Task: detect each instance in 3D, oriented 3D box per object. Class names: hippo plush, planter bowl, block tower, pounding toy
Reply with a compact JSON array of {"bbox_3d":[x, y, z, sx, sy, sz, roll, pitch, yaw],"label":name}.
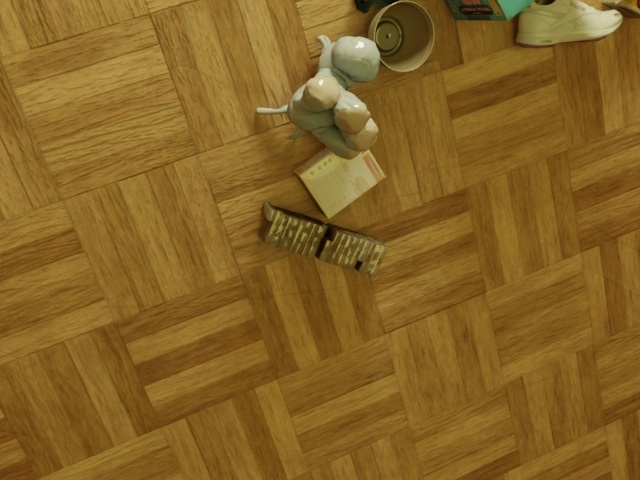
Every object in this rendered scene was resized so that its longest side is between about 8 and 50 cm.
[{"bbox_3d":[0.052,-0.348,1.625,0.234,0.294,0.237,39,69,-24],"label":"hippo plush"},{"bbox_3d":[0.179,-0.493,1.662,0.162,0.109,0.162,-6,107,-21],"label":"planter bowl"},{"bbox_3d":[0.000,0.000,1.772,0.335,0.091,0.097,19,99,-22],"label":"block tower"},{"bbox_3d":[0.829,-0.662,1.826,0.141,0.100,0.130,17,101,-22],"label":"pounding toy"}]

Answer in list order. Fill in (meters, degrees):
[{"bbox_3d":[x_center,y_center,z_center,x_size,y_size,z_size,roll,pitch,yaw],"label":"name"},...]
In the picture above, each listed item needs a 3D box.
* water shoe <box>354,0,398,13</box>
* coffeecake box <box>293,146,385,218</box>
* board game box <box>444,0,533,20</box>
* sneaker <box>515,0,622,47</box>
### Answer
[{"bbox_3d":[0.174,-0.610,1.658,0.203,0.073,0.080,-17,133,-8],"label":"water shoe"},{"bbox_3d":[0.049,-0.169,1.746,0.185,0.068,0.142,-36,114,-4],"label":"coffeecake box"},{"bbox_3d":[0.493,-0.655,1.636,0.336,0.254,0.079,-38,115,-3],"label":"board game box"},{"bbox_3d":[0.657,-0.590,1.785,0.305,0.114,0.152,-11,111,-15],"label":"sneaker"}]
